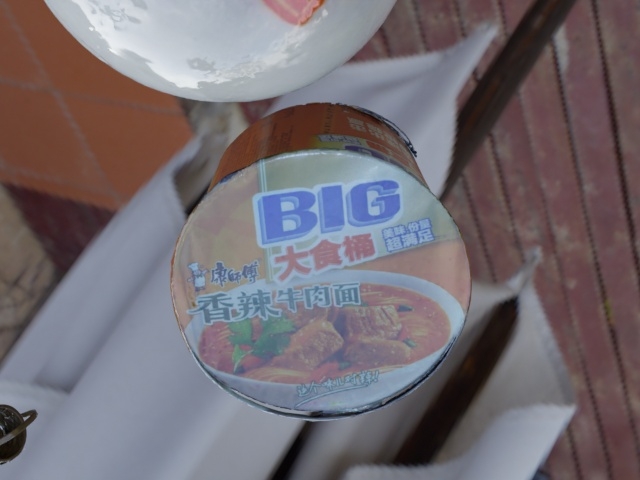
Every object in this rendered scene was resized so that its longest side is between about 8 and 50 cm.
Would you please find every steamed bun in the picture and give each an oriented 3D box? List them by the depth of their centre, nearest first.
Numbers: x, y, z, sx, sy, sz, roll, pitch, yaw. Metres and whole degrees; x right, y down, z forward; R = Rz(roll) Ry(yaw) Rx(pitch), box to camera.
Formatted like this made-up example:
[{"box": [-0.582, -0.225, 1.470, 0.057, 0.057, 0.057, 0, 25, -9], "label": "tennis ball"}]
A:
[{"box": [-0.071, -0.305, 1.208, 0.374, 0.374, 0.241, 43, 161, -19], "label": "steamed bun"}]

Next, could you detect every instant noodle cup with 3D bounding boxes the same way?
[{"box": [0.000, 0.000, 1.428, 0.296, 0.214, 0.296, 0, 117, 0], "label": "instant noodle cup"}]

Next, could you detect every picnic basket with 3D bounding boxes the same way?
[{"box": [-0.345, 0.210, 1.562, 0.083, 0.072, 0.072, -22, 123, 42], "label": "picnic basket"}]
